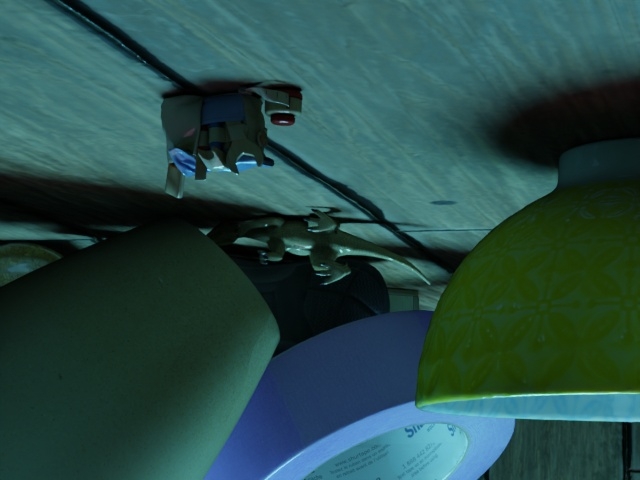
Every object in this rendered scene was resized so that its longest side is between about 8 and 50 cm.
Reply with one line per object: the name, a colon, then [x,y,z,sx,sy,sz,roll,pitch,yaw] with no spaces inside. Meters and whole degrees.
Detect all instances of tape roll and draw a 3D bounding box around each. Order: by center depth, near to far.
tape roll: [0.028,0.176,1.555,0.275,0.090,0.275,-19,150,-12]

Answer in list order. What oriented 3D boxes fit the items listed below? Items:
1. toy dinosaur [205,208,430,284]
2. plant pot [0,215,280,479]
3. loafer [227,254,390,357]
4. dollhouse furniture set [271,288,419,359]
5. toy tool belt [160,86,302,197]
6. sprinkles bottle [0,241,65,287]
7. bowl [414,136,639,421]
toy dinosaur: [0.000,0.000,1.324,0.183,0.053,0.092,9,-174,-4]
plant pot: [-0.171,0.116,1.293,0.274,0.256,0.256,-43,-175,-17]
loafer: [-0.089,0.057,1.492,0.303,0.109,0.095,3,176,-31]
dollhouse furniture set: [0.001,0.140,1.819,0.212,0.161,0.242,5,171,-24]
toy tool belt: [-0.046,-0.050,0.935,0.083,0.051,0.052,-4,170,29]
sprinkles bottle: [-0.226,0.085,1.622,0.121,0.121,0.355,0,171,7]
bowl: [0.198,0.025,1.056,0.290,0.156,0.289,0,171,0]
